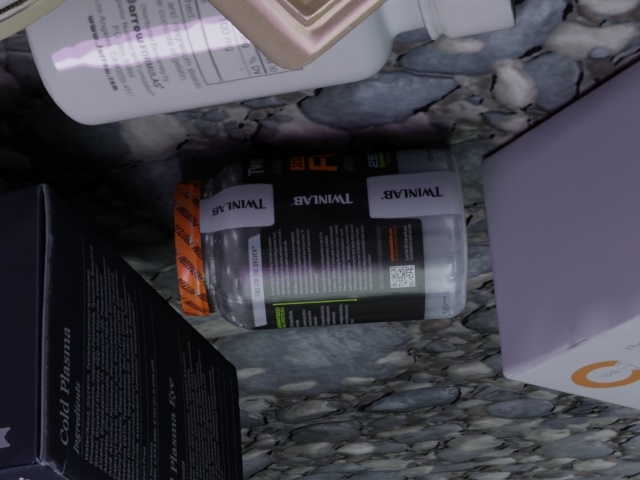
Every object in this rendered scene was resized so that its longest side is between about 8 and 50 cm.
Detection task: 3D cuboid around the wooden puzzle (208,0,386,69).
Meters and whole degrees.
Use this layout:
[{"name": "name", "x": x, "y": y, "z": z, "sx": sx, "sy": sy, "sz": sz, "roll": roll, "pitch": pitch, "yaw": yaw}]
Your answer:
[{"name": "wooden puzzle", "x": -0.010, "y": -0.208, "z": 0.675, "sx": 0.239, "sy": 0.044, "sz": 0.221, "roll": -35, "pitch": 113, "yaw": 31}]

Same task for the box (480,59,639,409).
[{"name": "box", "x": 0.312, "y": 0.015, "z": 1.128, "sx": 0.345, "sy": 0.168, "sz": 0.215, "roll": 15, "pitch": 148, "yaw": -34}]

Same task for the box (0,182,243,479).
[{"name": "box", "x": -0.260, "y": 0.137, "z": 1.078, "sx": 0.343, "sy": 0.179, "sz": 0.312, "roll": -12, "pitch": 153, "yaw": 14}]

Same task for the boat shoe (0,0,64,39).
[{"name": "boat shoe", "x": -0.240, "y": -0.150, "z": 0.729, "sx": 0.302, "sy": 0.113, "sz": 0.103, "roll": 5, "pitch": 149, "yaw": 25}]

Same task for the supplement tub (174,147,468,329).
[{"name": "supplement tub", "x": 0.000, "y": 0.000, "z": 1.116, "sx": 0.190, "sy": 0.117, "sz": 0.117, "roll": -3, "pitch": 153, "yaw": -1}]

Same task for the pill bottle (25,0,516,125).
[{"name": "pill bottle", "x": -0.024, "y": -0.138, "z": 0.822, "sx": 0.229, "sy": 0.131, "sz": 0.131, "roll": -8, "pitch": 153, "yaw": 10}]
